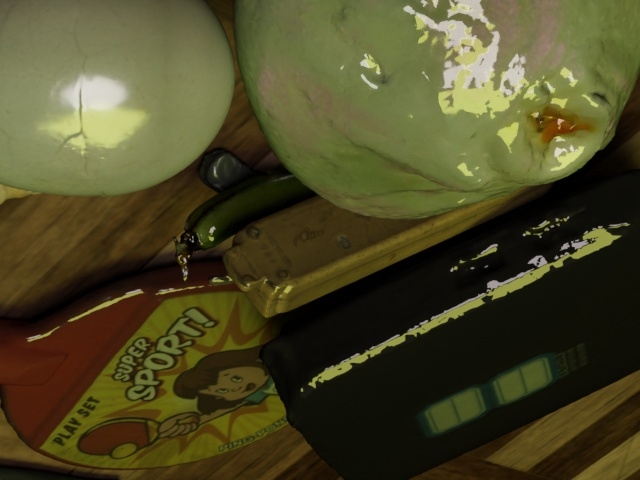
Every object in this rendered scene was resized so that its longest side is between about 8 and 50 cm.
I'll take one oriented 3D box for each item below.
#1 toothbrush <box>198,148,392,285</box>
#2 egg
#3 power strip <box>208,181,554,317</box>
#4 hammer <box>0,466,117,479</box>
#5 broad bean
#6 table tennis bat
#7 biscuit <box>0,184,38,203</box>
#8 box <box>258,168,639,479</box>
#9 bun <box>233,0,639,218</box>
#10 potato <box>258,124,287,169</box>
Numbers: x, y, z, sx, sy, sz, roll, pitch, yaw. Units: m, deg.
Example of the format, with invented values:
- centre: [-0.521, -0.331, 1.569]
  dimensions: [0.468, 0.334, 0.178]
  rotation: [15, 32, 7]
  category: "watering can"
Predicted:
- centre: [0.000, 0.000, 1.477]
  dimensions: [0.030, 0.030, 0.297]
  rotation: [-52, 138, 3]
  category: "toothbrush"
- centre: [-0.156, -0.101, 1.157]
  dimensions: [0.209, 0.151, 0.151]
  rotation: [-2, 142, -11]
  category: "egg"
- centre: [0.051, -0.019, 1.381]
  dimensions: [0.305, 0.064, 0.044]
  rotation: [-23, 154, -26]
  category: "power strip"
- centre: [-0.267, 0.199, 1.620]
  dimensions: [0.246, 0.029, 0.103]
  rotation: [13, 134, -40]
  category: "hammer"
- centre: [-0.014, -0.022, 1.404]
  dimensions: [0.227, 0.039, 0.069]
  rotation: [-12, 118, -34]
  category: "broad bean"
- centre: [-0.156, 0.098, 1.521]
  dimensions: [0.414, 0.051, 0.268]
  rotation: [9, 136, -39]
  category: "table tennis bat"
- centre: [-0.167, -0.068, 1.256]
  dimensions: [0.219, 0.061, 0.055]
  rotation: [-20, 150, -22]
  category: "biscuit"
- centre: [0.142, 0.079, 1.543]
  dimensions: [0.350, 0.091, 0.359]
  rotation: [-26, 158, 3]
  category: "box"
- centre: [0.099, -0.125, 1.165]
  dimensions: [0.293, 0.187, 0.293]
  rotation: [-16, 126, -23]
  category: "bun"
- centre: [0.034, -0.095, 1.310]
  dimensions: [0.172, 0.089, 0.100]
  rotation: [-37, 141, 23]
  category: "potato"
